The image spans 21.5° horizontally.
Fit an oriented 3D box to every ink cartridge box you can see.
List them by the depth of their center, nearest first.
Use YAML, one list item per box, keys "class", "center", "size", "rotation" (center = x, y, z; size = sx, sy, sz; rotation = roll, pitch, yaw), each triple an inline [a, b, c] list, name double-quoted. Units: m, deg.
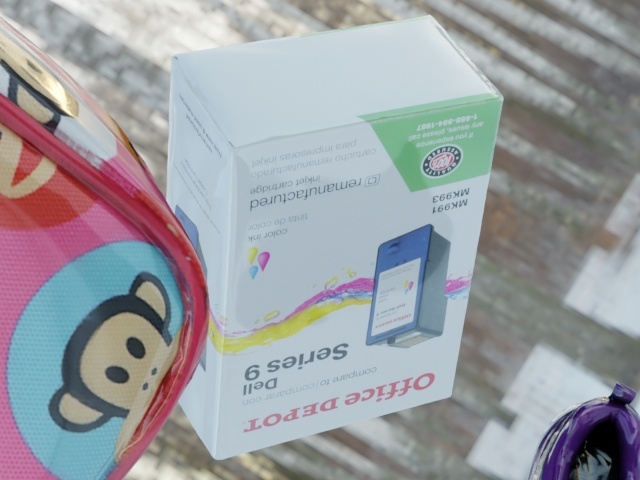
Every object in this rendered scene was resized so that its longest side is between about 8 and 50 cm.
- class: "ink cartridge box"
  center: [0.000, 0.000, 0.913]
  size: [0.154, 0.093, 0.212]
  rotation: [-12, -48, -23]

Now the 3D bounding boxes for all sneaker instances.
- class: "sneaker"
  center: [0.114, 0.180, 0.840]
  size: [0.098, 0.083, 0.224]
  rotation: [76, -153, -72]

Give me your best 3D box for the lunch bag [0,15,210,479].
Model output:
- class: "lunch bag"
  center: [-0.201, 0.034, 0.406]
  size: [0.293, 0.258, 0.120]
  rotation: [-48, 21, 4]
